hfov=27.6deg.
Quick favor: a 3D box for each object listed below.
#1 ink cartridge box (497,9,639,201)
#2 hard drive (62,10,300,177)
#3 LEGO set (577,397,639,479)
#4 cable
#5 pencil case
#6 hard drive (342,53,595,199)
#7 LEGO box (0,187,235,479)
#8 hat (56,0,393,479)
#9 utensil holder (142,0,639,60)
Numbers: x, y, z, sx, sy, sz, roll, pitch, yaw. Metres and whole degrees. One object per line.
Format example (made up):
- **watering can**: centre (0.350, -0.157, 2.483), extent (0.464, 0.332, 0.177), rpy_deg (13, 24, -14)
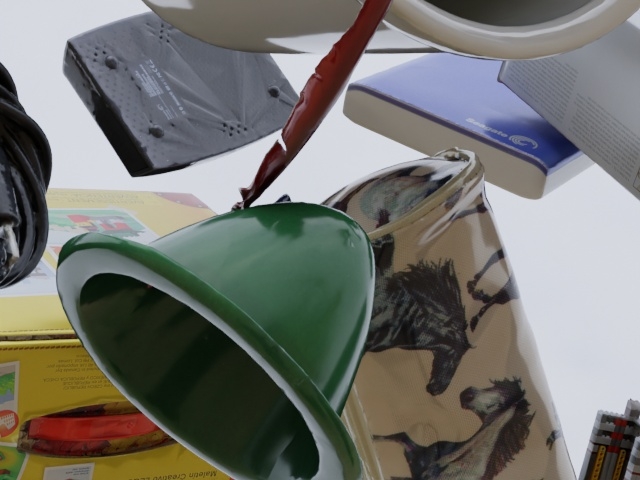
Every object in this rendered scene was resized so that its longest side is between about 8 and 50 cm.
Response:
- **ink cartridge box**: centre (0.355, -0.123, 1.118), extent (0.272, 0.309, 0.130), rpy_deg (-2, -57, -27)
- **hard drive**: centre (-0.139, -0.156, 1.344), extent (0.054, 0.254, 0.172), rpy_deg (-39, -97, 40)
- **LEGO set**: centre (0.382, 0.273, 1.230), extent (0.255, 0.331, 0.192), rpy_deg (13, -82, -7)
- **cable**: centre (-0.178, -0.064, 0.584), extent (0.047, 0.150, 0.184), rpy_deg (-26, -89, 21)
- **pencil case**: centre (0.085, 0.149, 0.952), extent (0.183, 0.160, 0.410), rpy_deg (-24, -74, -24)
- **hard drive**: centre (0.196, -0.137, 1.280), extent (0.210, 0.318, 0.040), rpy_deg (26, -59, 26)
- **LEGO box**: centre (-0.277, 0.096, 1.298), extent (0.500, 0.372, 0.193), rpy_deg (1, -67, -34)
- **hat**: centre (0.000, 0.000, 0.615), extent (0.173, 0.183, 0.208), rpy_deg (44, -27, -8)
- **utensil holder**: centre (0.029, -0.290, 0.949), extent (0.327, 0.385, 0.328), rpy_deg (-3, -83, -29)
